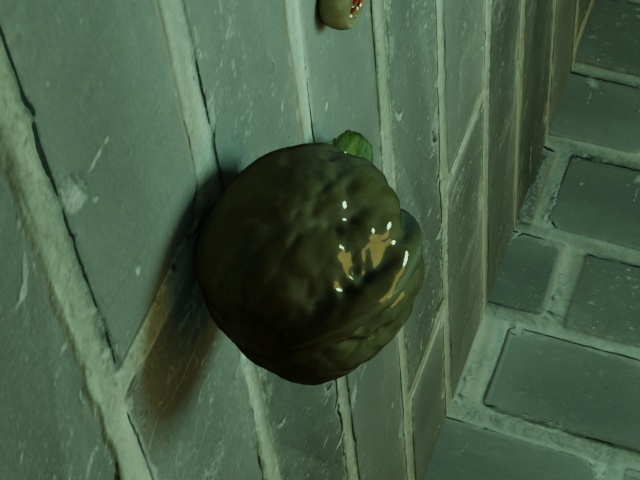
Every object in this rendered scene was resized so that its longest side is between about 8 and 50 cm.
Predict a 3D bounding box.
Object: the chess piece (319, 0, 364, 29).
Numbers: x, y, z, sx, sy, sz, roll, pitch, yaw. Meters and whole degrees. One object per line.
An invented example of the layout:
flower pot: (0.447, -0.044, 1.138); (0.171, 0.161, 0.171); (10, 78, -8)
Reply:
chess piece: (0.026, -0.287, 1.958); (0.084, 0.038, 0.083); (16, 90, -77)

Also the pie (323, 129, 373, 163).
pie: (0.002, 0.000, 2.091); (0.302, 0.067, 0.302); (15, 90, -76)

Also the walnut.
walnut: (-0.015, 0.026, 1.748); (0.248, 0.248, 0.248); (15, 90, -75)
